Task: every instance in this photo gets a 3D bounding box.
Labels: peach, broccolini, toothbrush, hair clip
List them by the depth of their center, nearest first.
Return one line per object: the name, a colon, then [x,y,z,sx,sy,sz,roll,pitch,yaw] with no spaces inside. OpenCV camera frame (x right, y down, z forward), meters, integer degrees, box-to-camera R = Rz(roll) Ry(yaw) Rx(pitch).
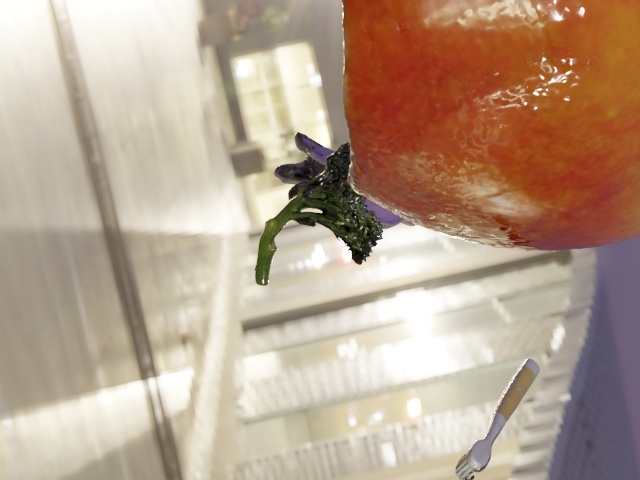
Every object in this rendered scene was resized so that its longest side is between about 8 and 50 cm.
peach: [0.159,-0.129,0.946,0.306,0.380,0.242,144,-53,-61]
toothbrush: [0.164,0.158,1.273,0.021,0.024,0.288,48,22,4]
broccolini: [-0.004,0.003,1.646,0.271,0.062,0.123,-46,-121,51]
hair clip: [0.052,-0.082,1.849,0.090,0.278,0.137,-52,-134,26]
